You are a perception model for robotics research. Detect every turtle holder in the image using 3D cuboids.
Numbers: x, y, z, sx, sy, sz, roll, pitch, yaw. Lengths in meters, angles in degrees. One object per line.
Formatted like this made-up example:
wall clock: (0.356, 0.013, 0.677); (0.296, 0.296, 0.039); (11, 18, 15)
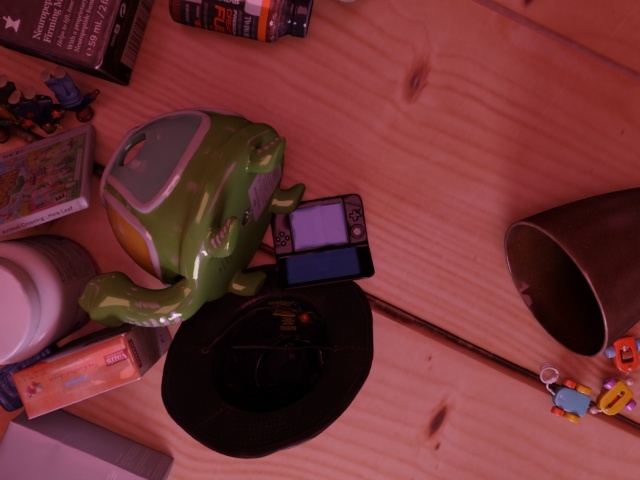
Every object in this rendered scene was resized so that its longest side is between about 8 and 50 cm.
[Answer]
turtle holder: (-0.183, -0.030, 1.114); (0.227, 0.243, 0.320); (21, 95, 14)

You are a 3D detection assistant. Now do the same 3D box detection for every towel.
towel: (-0.446, 0.207, 1.230); (0.119, 0.029, 0.067); (-35, 94, 2)

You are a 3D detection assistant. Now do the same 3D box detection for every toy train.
toy train: (0.414, 0.206, 1.224); (0.166, 0.046, 0.125); (-17, 92, -2)

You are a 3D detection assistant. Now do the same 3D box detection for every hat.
hat: (-0.065, 0.189, 1.149); (0.331, 0.331, 0.134); (-12, 132, 1)

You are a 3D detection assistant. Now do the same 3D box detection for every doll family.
doll family: (-0.417, -0.192, 1.171); (0.193, 0.111, 0.076); (-2, 60, 12)

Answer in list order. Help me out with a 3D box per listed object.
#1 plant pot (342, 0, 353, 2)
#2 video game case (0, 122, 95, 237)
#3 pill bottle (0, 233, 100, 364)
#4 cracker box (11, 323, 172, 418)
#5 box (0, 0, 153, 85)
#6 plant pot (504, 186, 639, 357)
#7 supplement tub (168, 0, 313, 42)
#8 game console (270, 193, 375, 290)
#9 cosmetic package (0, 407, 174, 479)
plant pot: (-0.004, -0.543, 1.065); (0.305, 0.334, 0.334); (36, 93, 10)
video game case: (-0.415, -0.080, 1.134); (0.193, 0.212, 0.023); (-19, 128, 1)
pill bottle: (-0.412, 0.078, 1.095); (0.160, 0.283, 0.160); (0, 94, 0)
cracker box: (-0.307, 0.165, 1.126); (0.156, 0.232, 0.067); (-20, 94, 1)
box: (-0.359, -0.334, 1.128); (0.203, 0.167, 0.168); (17, 93, -1)
plant pot: (0.421, 0.017, 1.145); (0.230, 0.215, 0.215); (-28, 93, -12)
supplement tub: (-0.111, -0.346, 1.158); (0.198, 0.106, 0.106); (12, 93, 0)
game console: (0.000, 0.000, 1.189); (0.144, 0.085, 0.124); (-8, 94, 0)
cosmetic package: (-0.349, 0.336, 1.191); (0.238, 0.127, 0.107); (21, 93, 1)
